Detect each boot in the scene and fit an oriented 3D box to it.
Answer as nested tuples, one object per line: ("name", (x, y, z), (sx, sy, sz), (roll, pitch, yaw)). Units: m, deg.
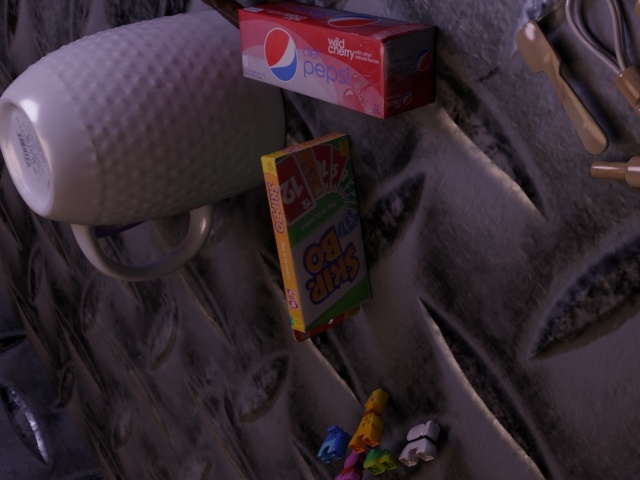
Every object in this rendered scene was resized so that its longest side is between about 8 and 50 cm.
("boot", (-0.106, -0.302, 1.076), (0.114, 0.037, 0.106), (39, 176, -19))

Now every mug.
("mug", (-0.258, -0.117, 1.179), (0.276, 0.328, 0.373), (24, 127, 45))

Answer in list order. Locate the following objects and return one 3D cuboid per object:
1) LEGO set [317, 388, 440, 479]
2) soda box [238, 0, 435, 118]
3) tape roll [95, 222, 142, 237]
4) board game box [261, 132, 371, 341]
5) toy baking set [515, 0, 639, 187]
("LEGO set", (0.077, 0.274, 1.181), (0.087, 0.093, 0.227), (38, 141, -12))
("soda box", (0.012, -0.221, 0.980), (0.263, 0.084, 0.092), (26, 128, 44))
("tape roll", (-0.341, -0.082, 1.430), (0.080, 0.189, 0.189), (61, 145, 9))
("board game box", (0.000, 0.000, 1.082), (0.039, 0.124, 0.259), (16, 121, 47))
("toy baking set", (0.288, -0.136, 0.716), (0.256, 0.030, 0.196), (5, 109, 51))
